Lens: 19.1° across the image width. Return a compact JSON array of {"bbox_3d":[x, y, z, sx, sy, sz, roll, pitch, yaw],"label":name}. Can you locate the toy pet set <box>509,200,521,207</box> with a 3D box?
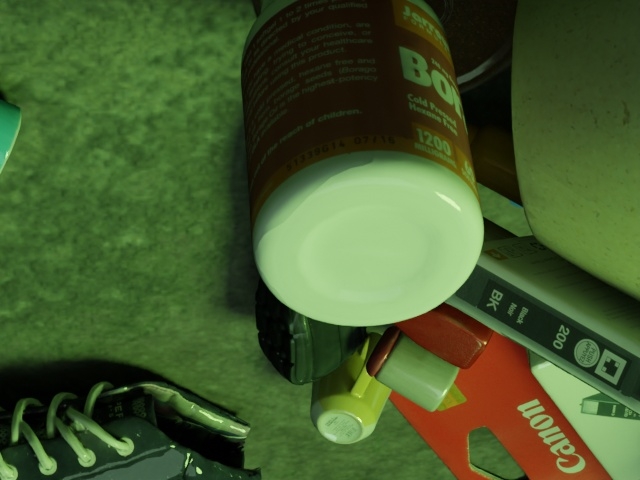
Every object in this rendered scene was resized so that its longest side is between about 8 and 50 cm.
[{"bbox_3d":[0.208,-0.045,1.267,0.122,0.065,0.114,20,162,-14],"label":"toy pet set"}]

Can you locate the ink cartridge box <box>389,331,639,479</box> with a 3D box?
[{"bbox_3d":[0.219,0.152,1.446,0.261,0.066,0.296,-25,132,17],"label":"ink cartridge box"}]

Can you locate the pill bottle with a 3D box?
[{"bbox_3d":[0.018,-0.068,1.045,0.121,0.216,0.121,-3,136,-3],"label":"pill bottle"}]

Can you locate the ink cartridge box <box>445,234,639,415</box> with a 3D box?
[{"bbox_3d":[0.212,0.056,1.135,0.206,0.208,0.045,-6,120,-53],"label":"ink cartridge box"}]

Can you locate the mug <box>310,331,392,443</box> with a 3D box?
[{"bbox_3d":[0.019,0.107,1.370,0.062,0.064,0.078,-1,130,16],"label":"mug"}]

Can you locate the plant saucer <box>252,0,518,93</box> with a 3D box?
[{"bbox_3d":[0.058,-0.149,1.147,0.199,0.036,0.198,-3,136,-3],"label":"plant saucer"}]

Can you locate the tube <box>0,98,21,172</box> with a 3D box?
[{"bbox_3d":[-0.287,-0.095,1.161,0.207,0.052,0.080,21,122,-18],"label":"tube"}]

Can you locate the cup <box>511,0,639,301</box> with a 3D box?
[{"bbox_3d":[0.239,-0.080,1.066,0.237,0.331,0.331,-1,137,17],"label":"cup"}]

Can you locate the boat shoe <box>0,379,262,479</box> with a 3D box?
[{"bbox_3d":[-0.203,0.147,1.370,0.340,0.127,0.158,22,123,-35],"label":"boat shoe"}]

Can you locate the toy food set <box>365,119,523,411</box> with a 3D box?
[{"bbox_3d":[0.072,0.022,1.266,0.104,0.111,0.232,30,142,0],"label":"toy food set"}]

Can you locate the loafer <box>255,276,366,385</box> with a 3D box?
[{"bbox_3d":[0.000,0.000,1.273,0.078,0.076,0.223,-23,137,-26],"label":"loafer"}]
